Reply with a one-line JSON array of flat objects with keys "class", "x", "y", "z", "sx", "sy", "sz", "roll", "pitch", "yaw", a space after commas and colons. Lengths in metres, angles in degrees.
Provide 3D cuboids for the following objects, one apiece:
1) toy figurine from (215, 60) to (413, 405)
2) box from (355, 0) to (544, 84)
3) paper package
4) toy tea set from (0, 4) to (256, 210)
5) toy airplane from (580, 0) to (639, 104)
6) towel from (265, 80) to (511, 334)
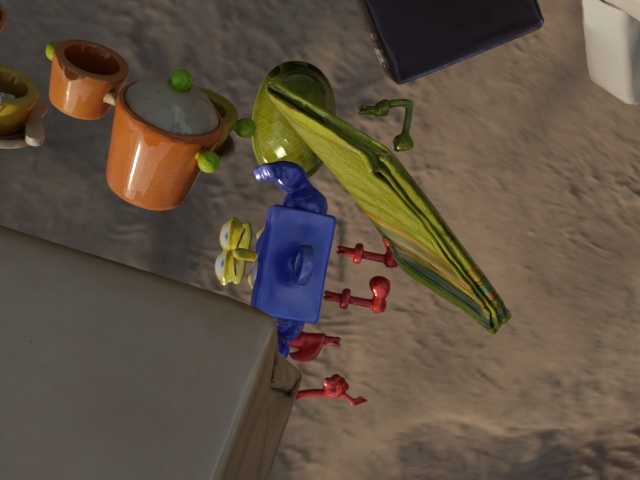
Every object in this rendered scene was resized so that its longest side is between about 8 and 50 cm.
[{"class": "toy figurine", "x": 0.000, "y": 0.000, "z": 1.501, "sx": 0.191, "sy": 0.217, "sz": 0.362, "roll": 13, "pitch": 89, "yaw": -5}, {"class": "box", "x": 0.049, "y": -0.331, "z": 1.270, "sx": 0.143, "sy": 0.191, "sz": 0.381, "roll": -23, "pitch": 97, "yaw": 3}, {"class": "paper package", "x": -0.216, "y": 0.160, "z": 1.093, "sx": 0.325, "sy": 0.168, "sz": 0.309, "roll": 17, "pitch": 75, "yaw": 12}, {"class": "toy tea set", "x": -0.217, "y": -0.154, "z": 1.366, "sx": 0.336, "sy": 0.200, "sz": 0.124, "roll": 21, "pitch": 120, "yaw": -4}, {"class": "toy airplane", "x": 0.210, "y": -0.244, "z": 0.641, "sx": 0.386, "sy": 0.384, "sz": 0.272, "roll": -53, "pitch": 54, "yaw": 39}, {"class": "towel", "x": 0.045, "y": -0.015, "z": 0.951, "sx": 0.102, "sy": 0.237, "sz": 0.021, "roll": 32, "pitch": 81, "yaw": 34}]
